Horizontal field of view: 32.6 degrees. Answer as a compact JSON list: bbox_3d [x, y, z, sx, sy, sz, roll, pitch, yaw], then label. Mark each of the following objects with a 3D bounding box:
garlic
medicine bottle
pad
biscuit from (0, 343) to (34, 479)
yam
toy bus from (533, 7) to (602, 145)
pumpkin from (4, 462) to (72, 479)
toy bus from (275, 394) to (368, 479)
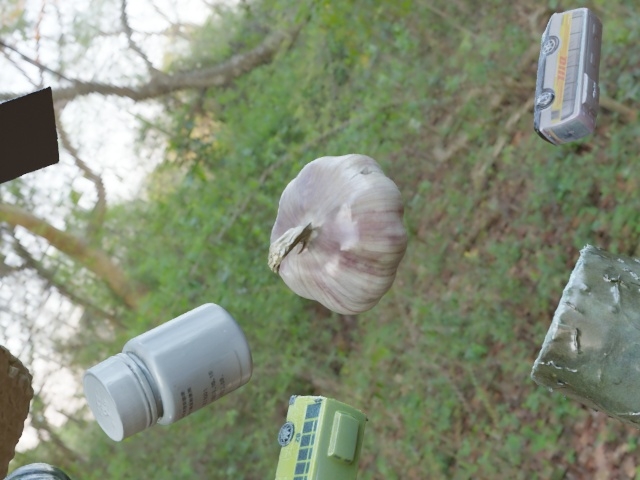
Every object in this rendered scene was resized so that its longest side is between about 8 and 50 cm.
[{"bbox_3d":[0.000,0.000,1.620,0.253,0.245,0.245,-15,-36,-48],"label":"garlic"},{"bbox_3d":[-0.130,0.113,0.934,0.130,0.080,0.080,-25,-17,-30],"label":"medicine bottle"},{"bbox_3d":[-0.500,-0.106,1.487,0.299,0.005,0.202,-24,-20,-20],"label":"pad"},{"bbox_3d":[-0.190,0.048,0.401,0.239,0.061,0.108,64,-145,-54],"label":"biscuit"},{"bbox_3d":[0.452,0.157,1.402,0.241,0.348,0.241,25,-90,-84],"label":"yam"},{"bbox_3d":[0.314,-0.207,1.378,0.072,0.057,0.172,-11,61,40],"label":"toy bus"},{"bbox_3d":[-0.328,0.376,1.363,0.152,0.212,0.211,-26,2,-3],"label":"pumpkin"},{"bbox_3d":[-0.002,0.290,1.420,0.101,0.088,0.175,-19,52,49],"label":"toy bus"}]
